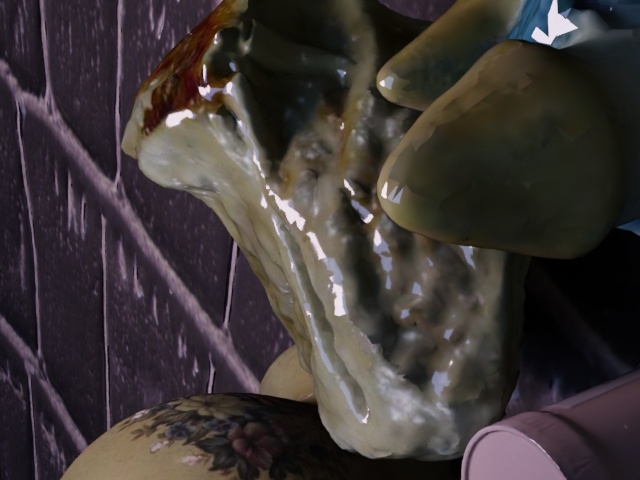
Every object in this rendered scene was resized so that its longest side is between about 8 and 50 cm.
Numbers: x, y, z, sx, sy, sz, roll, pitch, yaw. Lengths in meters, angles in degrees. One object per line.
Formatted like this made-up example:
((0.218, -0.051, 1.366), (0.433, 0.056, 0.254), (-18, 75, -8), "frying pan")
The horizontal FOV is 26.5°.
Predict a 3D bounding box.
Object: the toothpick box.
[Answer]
((0.158, 0.115, 0.681), (0.098, 0.149, 0.098), (34, 132, 48), "toothpick box")

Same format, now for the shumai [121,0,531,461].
((0.000, 0.000, 0.757), (0.225, 0.222, 0.261), (114, 155, -65), "shumai")

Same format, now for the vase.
((0.003, 0.211, 0.910), (0.329, 0.302, 0.241), (11, 115, 38), "vase")

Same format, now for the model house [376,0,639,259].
((0.138, -0.026, 0.471), (0.267, 0.325, 0.194), (58, 145, 26), "model house")
